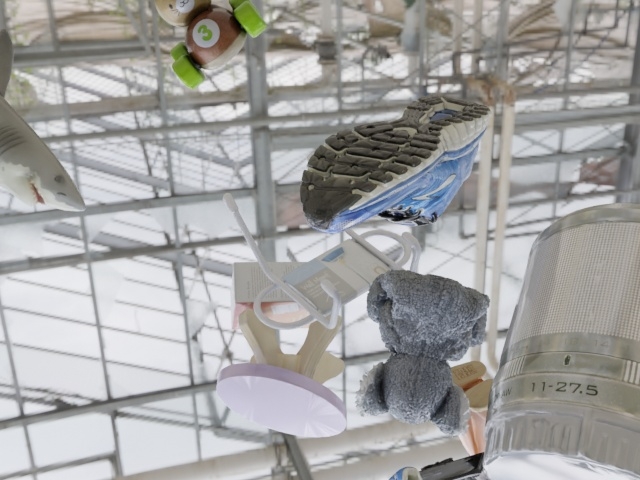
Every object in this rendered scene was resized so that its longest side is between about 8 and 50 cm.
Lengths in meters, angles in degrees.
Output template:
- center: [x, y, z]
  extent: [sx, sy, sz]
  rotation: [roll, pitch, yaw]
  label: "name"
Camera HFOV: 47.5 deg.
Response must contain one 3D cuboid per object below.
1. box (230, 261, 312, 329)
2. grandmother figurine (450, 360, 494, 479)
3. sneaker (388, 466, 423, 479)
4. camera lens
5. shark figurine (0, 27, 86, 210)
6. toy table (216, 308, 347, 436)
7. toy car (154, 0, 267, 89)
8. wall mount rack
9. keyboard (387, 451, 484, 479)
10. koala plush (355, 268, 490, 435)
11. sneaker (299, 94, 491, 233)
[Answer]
- center: [-0.093, 0.112, 1.459]
  extent: [0.170, 0.130, 0.091]
  rotation: [-1, -120, -10]
  label: "box"
- center: [0.291, 0.377, 1.278]
  extent: [0.104, 0.342, 0.208]
  rotation: [-18, -155, -1]
  label: "grandmother figurine"
- center: [0.145, 0.369, 0.881]
  extent: [0.080, 0.081, 0.211]
  rotation: [-17, -133, -38]
  label: "sneaker"
- center: [0.286, 0.119, 0.689]
  extent: [0.219, 0.219, 0.274]
  rotation: [9, -123, 26]
  label: "camera lens"
- center: [-0.298, -0.149, 0.581]
  extent: [0.166, 0.278, 0.116]
  rotation: [18, -118, 33]
  label: "shark figurine"
- center: [-0.061, 0.248, 1.380]
  extent: [0.252, 0.274, 0.161]
  rotation: [-23, -138, 29]
  label: "toy table"
- center: [-0.203, -0.360, 1.111]
  extent: [0.155, 0.188, 0.149]
  rotation: [-38, -149, 9]
  label: "toy car"
- center: [0.000, 0.000, 1.312]
  extent: [0.350, 0.130, 0.304]
  rotation: [-28, -128, -33]
  label: "wall mount rack"
- center: [0.185, 0.388, 1.191]
  extent: [0.180, 0.023, 0.108]
  rotation: [-23, 177, 20]
  label: "keyboard"
- center: [0.147, 0.168, 1.077]
  extent: [0.196, 0.221, 0.203]
  rotation: [15, 171, 5]
  label: "koala plush"
- center: [0.103, -0.068, 0.885]
  extent: [0.129, 0.147, 0.330]
  rotation: [22, -145, 35]
  label: "sneaker"
